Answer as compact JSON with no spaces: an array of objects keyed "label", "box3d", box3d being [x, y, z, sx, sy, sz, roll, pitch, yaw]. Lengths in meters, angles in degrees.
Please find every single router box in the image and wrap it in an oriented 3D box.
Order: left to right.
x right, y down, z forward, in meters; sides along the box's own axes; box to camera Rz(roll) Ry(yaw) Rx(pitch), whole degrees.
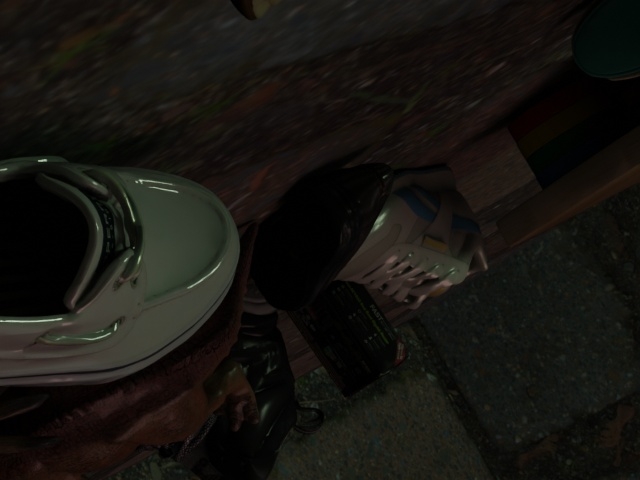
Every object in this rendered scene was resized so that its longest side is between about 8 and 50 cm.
[{"label":"router box","box3d":[0.019,0.075,1.268,0.038,0.122,0.092,-31,175,-28]}]

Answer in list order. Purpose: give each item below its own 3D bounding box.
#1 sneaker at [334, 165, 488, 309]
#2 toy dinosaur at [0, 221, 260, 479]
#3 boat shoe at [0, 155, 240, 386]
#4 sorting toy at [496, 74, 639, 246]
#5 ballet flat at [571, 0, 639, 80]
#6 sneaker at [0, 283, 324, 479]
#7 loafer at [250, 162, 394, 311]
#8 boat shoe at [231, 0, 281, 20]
[{"label":"sneaker","box3d":[0.062,0.004,1.066,0.087,0.092,0.229,-32,172,32]},{"label":"toy dinosaur","box3d":[-0.137,0.098,0.829,0.296,0.127,0.200,-35,167,-5]},{"label":"boat shoe","box3d":[-0.096,0.011,0.498,0.076,0.083,0.226,-34,171,39]},{"label":"sorting toy","box3d":[0.276,-0.120,1.073,0.255,0.089,0.257,-25,172,-37]},{"label":"ballet flat","box3d":[0.209,-0.144,0.782,0.052,0.057,0.168,-37,180,-41]},{"label":"sneaker","box3d":[-0.124,0.149,1.082,0.268,0.153,0.101,-27,172,-22]},{"label":"loafer","box3d":[0.000,0.000,0.924,0.061,0.062,0.170,-32,176,-28]},{"label":"boat shoe","box3d":[-0.009,-0.088,0.300,0.049,0.056,0.152,-35,-177,-3]}]
